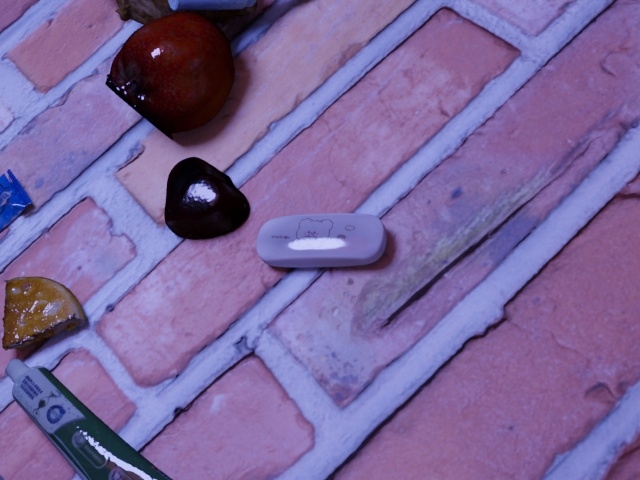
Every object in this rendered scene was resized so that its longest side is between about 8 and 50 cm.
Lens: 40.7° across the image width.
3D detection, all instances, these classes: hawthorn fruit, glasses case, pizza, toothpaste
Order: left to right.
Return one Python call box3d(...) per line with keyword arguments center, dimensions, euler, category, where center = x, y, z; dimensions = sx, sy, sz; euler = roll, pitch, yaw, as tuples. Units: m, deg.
box3d(center=(-0.441, 0.119, 1.339), dimensions=(0.178, 0.041, 0.130), euler=(8, 62, 24), category="pizza")
box3d(center=(-0.322, 0.280, 1.194), dimensions=(0.392, 0.061, 0.098), euler=(34, 77, 29), category="toothpaste")
box3d(center=(-0.225, -0.284, 1.425), dimensions=(0.190, 0.189, 0.251), euler=(30, 56, 31), category="hawthorn fruit")
box3d(center=(0.000, 0.000, 1.240), dimensions=(0.194, 0.049, 0.074), euler=(-1, 61, 18), category="glasses case")

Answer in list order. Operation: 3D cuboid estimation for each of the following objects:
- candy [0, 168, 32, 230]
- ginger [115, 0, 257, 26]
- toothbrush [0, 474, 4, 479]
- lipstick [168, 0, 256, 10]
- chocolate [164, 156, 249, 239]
box3d(center=(-0.566, -0.051, 1.487), dimensions=(0.136, 0.038, 0.088), euler=(-41, 69, 3), category="candy")
box3d(center=(-0.263, -0.497, 1.571), dimensions=(0.274, 0.152, 0.357), euler=(-31, 54, -23), category="ginger")
box3d(center=(-0.492, 0.324, 1.247), dimensions=(0.375, 0.028, 0.037), euler=(33, 69, 32), category="toothbrush")
box3d(center=(-0.120, -0.428, 1.456), dimensions=(0.274, 0.061, 0.068), euler=(-12, 81, -25), category="lipstick")
box3d(center=(-0.196, -0.070, 1.335), dimensions=(0.125, 0.080, 0.148), euler=(-37, 57, -4), category="chocolate")
